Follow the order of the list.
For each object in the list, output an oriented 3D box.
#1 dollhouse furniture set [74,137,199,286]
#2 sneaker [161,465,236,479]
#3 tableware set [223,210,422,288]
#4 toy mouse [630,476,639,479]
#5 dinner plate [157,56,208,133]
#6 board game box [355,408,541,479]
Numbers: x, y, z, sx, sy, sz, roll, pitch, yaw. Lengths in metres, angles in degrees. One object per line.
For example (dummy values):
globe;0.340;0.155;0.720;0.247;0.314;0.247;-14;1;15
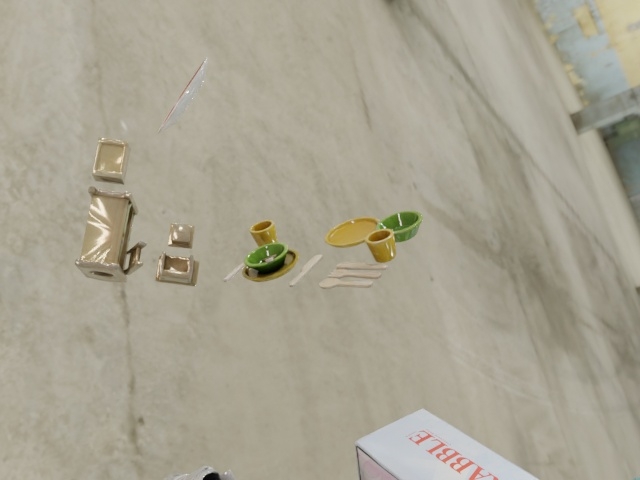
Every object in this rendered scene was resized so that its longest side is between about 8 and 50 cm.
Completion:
dollhouse furniture set;-0.242;-0.032;1.106;0.101;0.160;0.182;116;-19;-75
sneaker;-0.155;0.357;1.047;0.105;0.115;0.281;47;-15;-10
tableware set;0.000;0.000;0.620;0.104;0.154;0.024;-43;123;-43
toy mouse;0.378;0.298;0.896;0.161;0.031;0.143;-6;112;-37
dinner plate;-0.208;-0.220;1.205;0.017;0.141;0.141;34;34;-17
board game box;0.151;0.304;0.451;0.065;0.318;0.318;-19;114;-29
